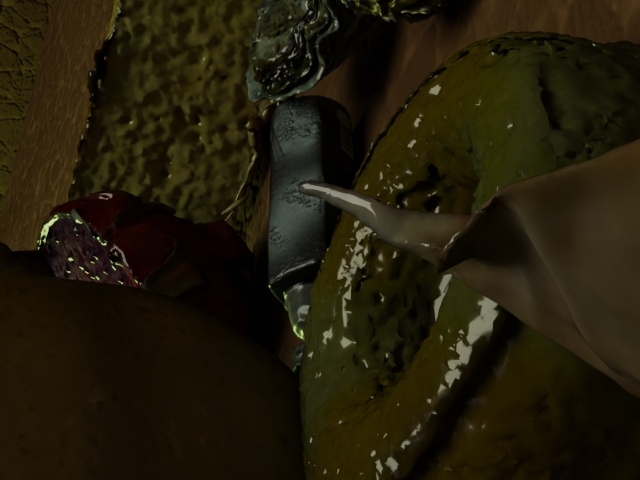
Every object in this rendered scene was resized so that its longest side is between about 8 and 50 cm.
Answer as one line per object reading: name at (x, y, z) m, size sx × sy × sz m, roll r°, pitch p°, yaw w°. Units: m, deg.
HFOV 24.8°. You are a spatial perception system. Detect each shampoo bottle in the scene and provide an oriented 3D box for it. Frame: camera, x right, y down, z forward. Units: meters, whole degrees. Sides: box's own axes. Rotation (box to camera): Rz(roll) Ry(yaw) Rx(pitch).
shampoo bottle at (-0.001, 0.000, 0.949) m, size 0.064 × 0.057 × 0.207 m, roll -24°, pitch 50°, yaw 28°

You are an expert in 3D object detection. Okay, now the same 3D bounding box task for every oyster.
oyster at (0.000, -0.165, 1.018) m, size 0.125 × 0.064 × 0.177 m, roll -10°, pitch 48°, yaw 50°

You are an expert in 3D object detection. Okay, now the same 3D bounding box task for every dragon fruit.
dragon fruit at (-0.110, 0.056, 1.132) m, size 0.224 × 0.148 × 0.218 m, roll -14°, pitch 95°, yaw 59°

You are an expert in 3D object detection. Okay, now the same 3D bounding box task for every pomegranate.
pomegranate at (-0.167, 0.181, 0.780) m, size 0.417 × 0.417 × 0.416 m, roll -167°, pitch 90°, yaw -71°

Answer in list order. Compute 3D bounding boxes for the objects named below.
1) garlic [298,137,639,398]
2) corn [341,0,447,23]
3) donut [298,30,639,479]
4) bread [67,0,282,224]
garlic at (0.140, -0.022, 0.371) m, size 0.151 × 0.196 × 0.338 m, roll -66°, pitch 13°, yaw -17°
corn at (0.080, -0.255, 0.814) m, size 0.115 × 0.115 × 0.317 m, roll -97°, pitch 27°, yaw -44°
donut at (0.070, 0.027, 0.660) m, size 0.272 × 0.107 × 0.272 m, roll -165°, pitch 90°, yaw -69°
bread at (-0.113, -0.133, 1.207) m, size 0.147 × 0.160 × 0.260 m, roll -105°, pitch 27°, yaw -65°
